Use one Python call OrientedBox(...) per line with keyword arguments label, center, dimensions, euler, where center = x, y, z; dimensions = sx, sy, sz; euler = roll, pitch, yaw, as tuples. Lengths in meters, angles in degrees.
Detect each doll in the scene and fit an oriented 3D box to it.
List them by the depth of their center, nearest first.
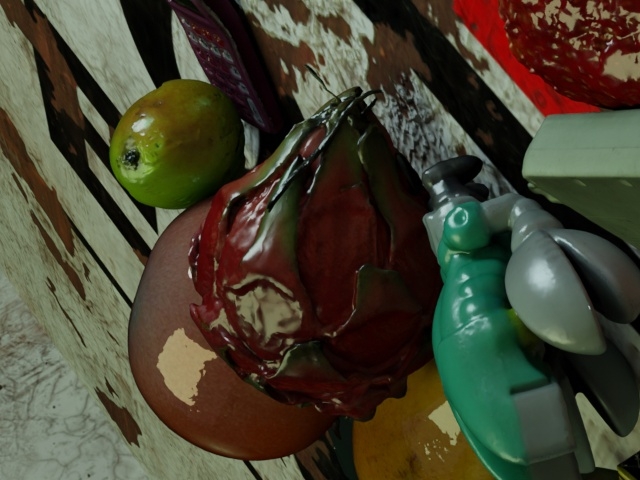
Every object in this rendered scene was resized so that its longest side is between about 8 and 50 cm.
OrientedBox(label="doll", center=(0.147, 0.047, 1.327), dimensions=(0.195, 0.153, 0.258), euler=(49, -157, -79))

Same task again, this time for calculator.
OrientedBox(label="calculator", center=(-0.097, -0.188, 1.753), dimensions=(0.127, 0.034, 0.190), euler=(32, 155, 55))

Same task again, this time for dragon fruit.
OrientedBox(label="dragon fruit", center=(0.000, 0.000, 1.499), dimensions=(0.234, 0.234, 0.293), euler=(29, 124, 59))

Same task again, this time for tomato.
OrientedBox(label="tomato", center=(-0.061, 0.077, 1.740), dimensions=(0.225, 0.255, 0.256), euler=(15, 166, -9))

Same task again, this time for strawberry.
OrientedBox(label="strawberry", center=(0.165, -0.120, 1.071), dimensions=(0.187, 0.082, 0.146), euler=(33, 157, 45))

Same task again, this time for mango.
OrientedBox(label="mango", center=(0.107, 0.154, 1.620), dimensions=(0.252, 0.126, 0.153), euler=(130, 127, -64))
OrientedBox(label="mango", center=(-0.125, -0.087, 1.787), dimensions=(0.111, 0.125, 0.233), euler=(64, -165, 11))

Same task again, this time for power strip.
OrientedBox(label="power strip", center=(0.212, -0.027, 1.058), dimensions=(0.118, 0.046, 0.270), euler=(30, 171, -19))

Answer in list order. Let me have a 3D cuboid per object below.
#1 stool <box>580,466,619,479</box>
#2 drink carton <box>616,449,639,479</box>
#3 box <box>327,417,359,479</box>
OrientedBox(label="stool", center=(0.200, 0.378, 1.436), dimensions=(0.310, 0.310, 0.226), euler=(47, 161, 41))
OrientedBox(label="drink carton", center=(0.282, 0.219, 1.356), dimensions=(0.166, 0.056, 0.071), euler=(41, 154, 44))
OrientedBox(label="box", center=(0.076, 0.253, 2.010), dimensions=(0.160, 0.050, 0.230), euler=(32, 150, 55))
